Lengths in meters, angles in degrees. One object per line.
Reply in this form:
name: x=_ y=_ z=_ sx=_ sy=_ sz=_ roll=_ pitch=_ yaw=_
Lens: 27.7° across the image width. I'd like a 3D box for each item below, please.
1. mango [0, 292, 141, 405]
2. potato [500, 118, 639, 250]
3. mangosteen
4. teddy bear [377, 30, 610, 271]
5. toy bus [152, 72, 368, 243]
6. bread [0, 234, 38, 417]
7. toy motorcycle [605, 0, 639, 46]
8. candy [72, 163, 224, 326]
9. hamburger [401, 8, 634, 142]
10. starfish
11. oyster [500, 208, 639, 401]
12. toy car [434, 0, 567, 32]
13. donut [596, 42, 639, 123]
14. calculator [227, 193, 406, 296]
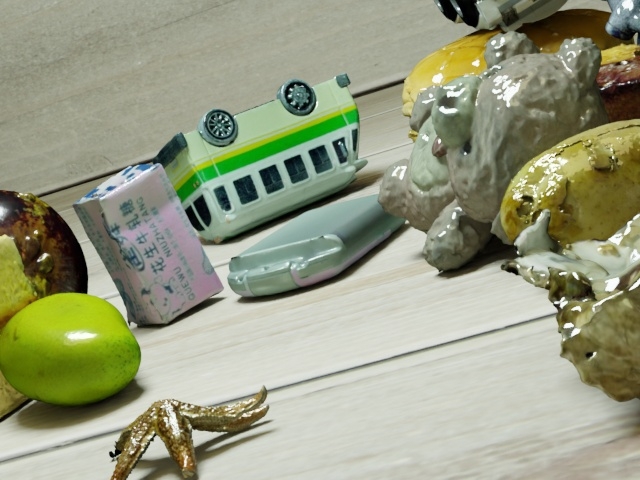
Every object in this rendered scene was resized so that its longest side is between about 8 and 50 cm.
mango: x=-0.224 y=0.096 z=1.142 sx=0.117 sy=0.089 sz=0.163 roll=-8 pitch=8 yaw=-17
potato: x=0.223 y=-0.036 z=1.010 sx=0.171 sy=0.107 sz=0.080 roll=-15 pitch=-7 yaw=-3
mangosteen: x=-0.351 y=0.049 z=1.362 sx=0.192 sy=0.192 sz=0.217 roll=-27 pitch=6 yaw=-39
teddy bear: x=0.156 y=-0.079 z=1.176 sx=0.151 sy=0.236 sz=0.267 roll=21 pitch=-8 yaw=-5
toy bus: x=-0.070 y=-0.113 z=1.778 sx=0.276 sy=0.164 sz=0.134 roll=-23 pitch=-3 yaw=-26
bread: x=-0.383 y=0.113 z=1.162 sx=0.163 sy=0.167 sz=0.264 roll=-14 pitch=8 yaw=25
toy motorcycle: x=0.462 y=-0.252 z=1.483 sx=0.213 sy=0.125 sz=0.358 roll=8 pitch=4 yaw=-21
candy: x=-0.182 y=0.007 z=1.358 sx=0.092 sy=0.160 sz=0.073 roll=-34 pitch=14 yaw=-34
hamburger: x=0.266 y=-0.203 z=1.684 sx=0.319 sy=0.158 sz=0.318 roll=-18 pitch=13 yaw=4
starfish: x=-0.114 y=0.133 z=0.895 sx=0.130 sy=0.041 sz=0.133 roll=-10 pitch=13 yaw=44
oyster: x=0.228 y=0.018 z=0.791 sx=0.223 sy=0.083 sz=0.214 roll=-13 pitch=13 yaw=-1
toy car: x=0.244 y=-0.341 z=1.653 sx=0.193 sy=0.118 sz=0.301 roll=-32 pitch=10 yaw=2
donut: x=0.331 y=-0.144 z=1.390 sx=0.151 sy=0.112 sz=0.295 roll=-23 pitch=9 yaw=-11
calculator: x=0.000 y=0.000 z=1.382 sx=0.141 sy=0.045 sz=0.246 roll=-13 pitch=11 yaw=29
